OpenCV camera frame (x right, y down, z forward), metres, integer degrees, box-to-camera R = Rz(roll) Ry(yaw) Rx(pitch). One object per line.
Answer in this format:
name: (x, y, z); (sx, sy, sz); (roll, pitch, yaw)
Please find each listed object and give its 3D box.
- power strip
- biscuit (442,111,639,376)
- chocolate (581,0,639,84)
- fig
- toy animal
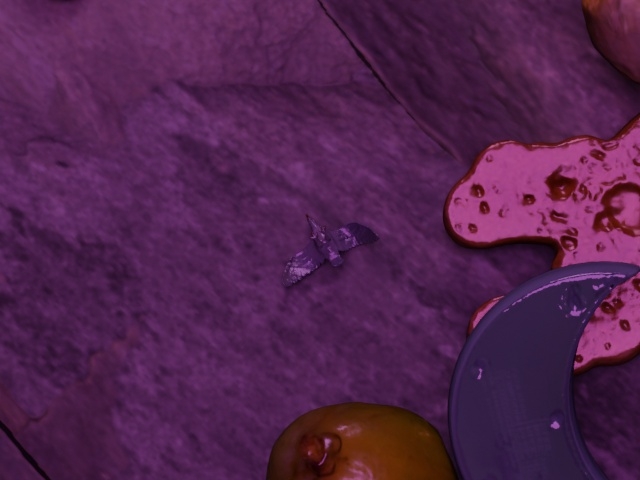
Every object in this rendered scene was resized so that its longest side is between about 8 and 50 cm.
power strip: (0.181, 0.146, 1.279); (0.168, 0.054, 0.253); (-11, 96, 10)
biscuit: (0.263, -0.005, 1.326); (0.334, 0.047, 0.202); (-14, 83, 5)
chocolate: (0.354, -0.167, 1.314); (0.309, 0.134, 0.134); (5, 79, 11)
fig: (0.031, 0.186, 1.278); (0.153, 0.121, 0.136); (22, 75, -15)
toy animal: (0.000, 0.000, 1.358); (0.084, 0.028, 0.050); (-25, 86, -1)
